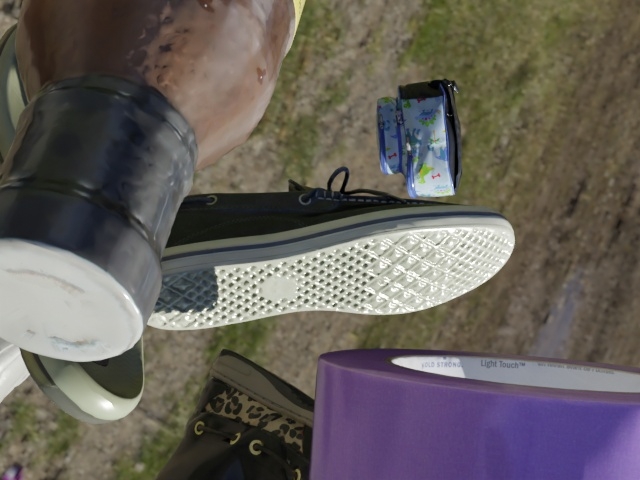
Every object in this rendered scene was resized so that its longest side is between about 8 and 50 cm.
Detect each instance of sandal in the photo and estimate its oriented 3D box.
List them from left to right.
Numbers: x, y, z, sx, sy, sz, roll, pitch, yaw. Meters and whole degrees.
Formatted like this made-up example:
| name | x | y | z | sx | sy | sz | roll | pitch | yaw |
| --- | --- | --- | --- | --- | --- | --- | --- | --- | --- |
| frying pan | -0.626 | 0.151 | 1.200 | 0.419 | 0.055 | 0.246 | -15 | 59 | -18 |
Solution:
| name | x | y | z | sx | sy | sz | roll | pitch | yaw |
| --- | --- | --- | --- | --- | --- | --- | --- | --- | --- |
| sandal | -0.147 | -0.026 | 0.767 | 0.086 | 0.302 | 0.120 | -31 | 149 | 26 |

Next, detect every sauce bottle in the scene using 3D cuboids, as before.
| name | x | y | z | sx | sy | sz | roll | pitch | yaw |
| --- | --- | --- | --- | --- | --- | --- | --- | --- | --- |
| sauce bottle | -0.059 | -0.110 | 0.484 | 0.111 | 0.111 | 0.344 | 77 | 19 | -48 |

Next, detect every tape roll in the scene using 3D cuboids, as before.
| name | x | y | z | sx | sy | sz | roll | pitch | yaw |
| --- | --- | --- | --- | --- | --- | --- | --- | --- | --- |
| tape roll | 0.132 | 0.126 | 0.723 | 0.275 | 0.275 | 0.090 | 7 | 87 | -61 |

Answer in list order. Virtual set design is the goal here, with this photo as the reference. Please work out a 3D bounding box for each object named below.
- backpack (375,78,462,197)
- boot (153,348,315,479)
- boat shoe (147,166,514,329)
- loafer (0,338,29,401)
| name | x | y | z | sx | sy | sz | roll | pitch | yaw |
| --- | --- | --- | --- | --- | --- | --- | --- | --- | --- |
| backpack | 0.100 | -0.100 | 1.152 | 0.105 | 0.084 | 0.114 | -33 | 116 | -77 |
| boot | -0.059 | 0.310 | 1.242 | 0.284 | 0.377 | 0.138 | -55 | 140 | -6 |
| boat shoe | 0.000 | 0.000 | 1.453 | 0.501 | 0.156 | 0.186 | -6 | 139 | -9 |
| loafer | -0.302 | 0.072 | 1.087 | 0.319 | 0.112 | 0.111 | -50 | -170 | 10 |
